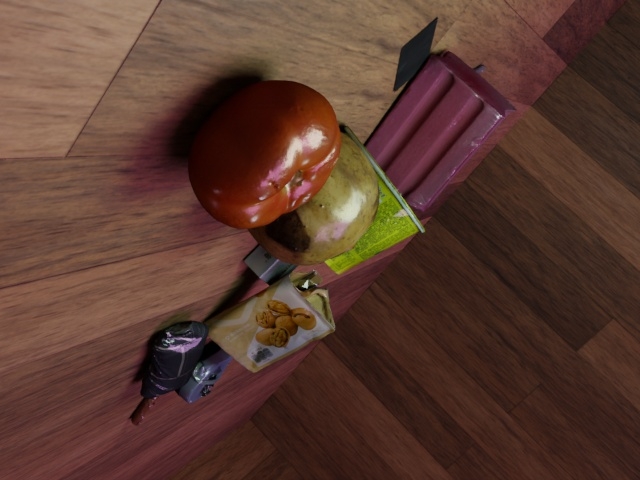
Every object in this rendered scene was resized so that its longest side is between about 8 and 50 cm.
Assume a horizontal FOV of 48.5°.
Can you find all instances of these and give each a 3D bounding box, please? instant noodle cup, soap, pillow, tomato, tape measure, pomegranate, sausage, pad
[{"bbox_3d":[0.063,-0.080,1.633,0.221,0.311,0.311,-36,168,6],"label":"instant noodle cup"},{"bbox_3d":[0.280,-0.263,1.795,0.128,0.233,0.360,-33,164,-53],"label":"soap"},{"bbox_3d":[-0.376,0.302,1.828,0.161,0.092,0.335,-29,159,-41],"label":"pillow"},{"bbox_3d":[-0.092,-0.140,1.122,0.260,0.180,0.260,-43,165,-15],"label":"tomato"},{"bbox_3d":[-0.366,0.409,2.179,0.182,0.107,0.181,-32,155,-55],"label":"tape measure"},{"bbox_3d":[-0.021,-0.082,1.366,0.281,0.281,0.281,-42,167,-12],"label":"pomegranate"},{"bbox_3d":[-0.522,0.497,2.118,0.036,0.042,0.158,18,122,-33],"label":"sausage"},{"bbox_3d":[0.216,-0.420,1.623,0.116,0.004,0.193,-43,167,-11],"label":"pad"}]

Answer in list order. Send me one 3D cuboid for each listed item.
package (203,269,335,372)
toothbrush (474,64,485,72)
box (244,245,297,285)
[{"bbox_3d":[-0.135,0.199,1.986,0.311,0.221,0.165,-32,-152,23],"label":"package"},{"bbox_3d":[0.382,-0.441,2.035,0.354,0.029,0.024,-35,177,-40],"label":"toothbrush"},{"bbox_3d":[-0.110,0.044,1.913,0.155,0.067,0.243,-43,168,-2],"label":"box"}]
